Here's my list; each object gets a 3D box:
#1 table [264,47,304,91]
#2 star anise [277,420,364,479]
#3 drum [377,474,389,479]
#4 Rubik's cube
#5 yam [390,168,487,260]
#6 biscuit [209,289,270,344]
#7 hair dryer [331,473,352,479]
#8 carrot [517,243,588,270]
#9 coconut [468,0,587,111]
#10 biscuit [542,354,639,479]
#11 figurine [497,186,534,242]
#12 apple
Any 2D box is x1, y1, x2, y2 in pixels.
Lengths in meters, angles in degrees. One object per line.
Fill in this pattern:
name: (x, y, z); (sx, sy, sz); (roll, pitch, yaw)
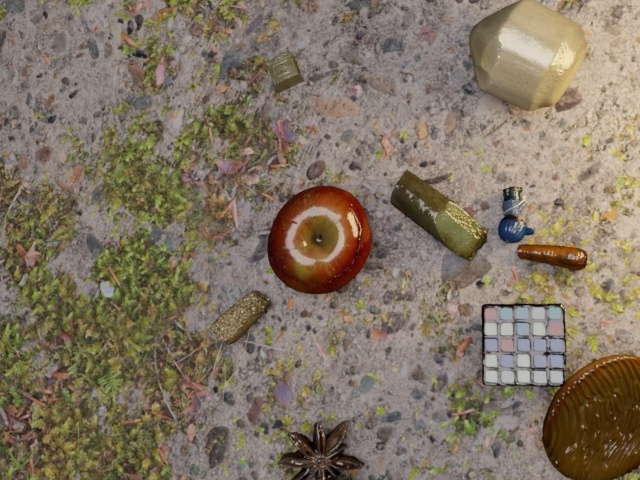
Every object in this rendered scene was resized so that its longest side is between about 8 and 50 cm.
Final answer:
table: (-0.099, -0.457, 2.073); (0.079, 0.062, 0.083); (-22, 78, 11)
star anise: (0.000, 0.548, 1.901); (0.209, 0.089, 0.231); (14, 97, -3)
drum: (0.177, 0.680, 1.818); (0.130, 0.049, 0.253); (-38, 97, 5)
Rubik's cube: (0.464, 0.241, 1.772); (0.182, 0.187, 0.184); (-1, 80, 15)
yam: (0.288, -0.061, 1.903); (0.259, 0.106, 0.106); (37, 93, 17)
biscuit: (-0.205, 0.198, 2.006); (0.168, 0.082, 0.070); (-43, 77, 5)
hair dryer: (0.080, 0.672, 1.866); (0.224, 0.088, 0.219); (23, 113, -22)
carrot: (0.553, 0.036, 1.846); (0.161, 0.055, 0.055); (9, 85, 23)
coconut: (0.477, -0.443, 1.834); (0.266, 0.237, 0.237); (33, 92, 10)
biscuit: (0.631, 0.395, 1.689); (0.317, 0.040, 0.318); (-4, 109, -12)
figurine: (0.463, -0.062, 1.869); (0.077, 0.079, 0.136); (-17, 81, 54)
apple: (0.000, 0.000, 1.918); (0.251, 0.206, 0.272); (11, 89, 5)
